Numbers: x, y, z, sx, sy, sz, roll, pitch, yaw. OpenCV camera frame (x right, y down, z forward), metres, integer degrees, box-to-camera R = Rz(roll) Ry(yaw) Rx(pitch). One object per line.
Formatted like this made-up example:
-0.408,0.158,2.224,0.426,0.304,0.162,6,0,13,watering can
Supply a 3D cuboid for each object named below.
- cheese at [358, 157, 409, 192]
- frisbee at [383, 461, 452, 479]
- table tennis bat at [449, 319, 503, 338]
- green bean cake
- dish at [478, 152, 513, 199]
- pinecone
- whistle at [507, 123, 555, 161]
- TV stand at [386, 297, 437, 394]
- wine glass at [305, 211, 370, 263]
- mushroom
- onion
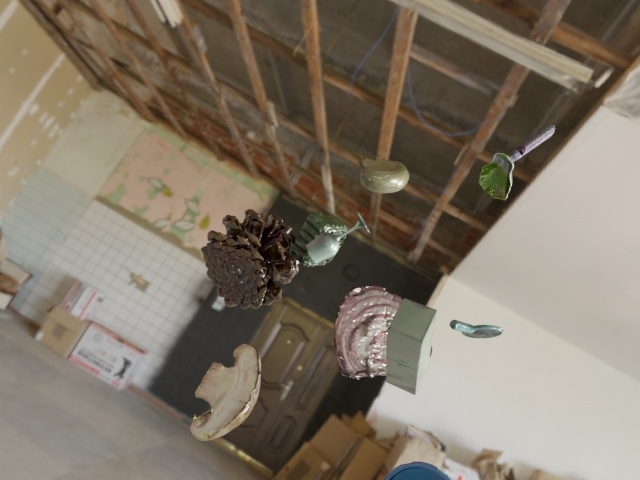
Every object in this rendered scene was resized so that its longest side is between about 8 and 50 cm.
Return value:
0.246,-0.249,2.423,0.202,0.091,0.175,3,35,-9,cheese
0.237,0.653,1.495,0.242,0.242,0.045,22,-4,40,frisbee
0.583,0.338,2.377,0.237,0.038,0.149,17,-26,-31,table tennis bat
0.000,0.000,2.170,0.094,0.181,0.173,38,17,25,green bean cake
0.454,-0.170,1.580,0.091,0.039,0.137,41,-34,26,dish
-0.217,0.046,2.260,0.384,0.384,0.384,29,-10,6,pinecone
0.640,-0.292,1.917,0.033,0.176,0.033,54,4,-6,whistle
0.201,0.246,1.420,0.082,0.088,0.270,19,-34,19,TV stand
0.051,-0.006,1.932,0.079,0.195,0.079,58,7,-11,wine glass
-0.243,0.432,1.717,0.156,0.286,0.151,19,-31,21,mushroom
0.164,0.286,1.901,0.314,0.280,0.146,3,-22,-20,onion
